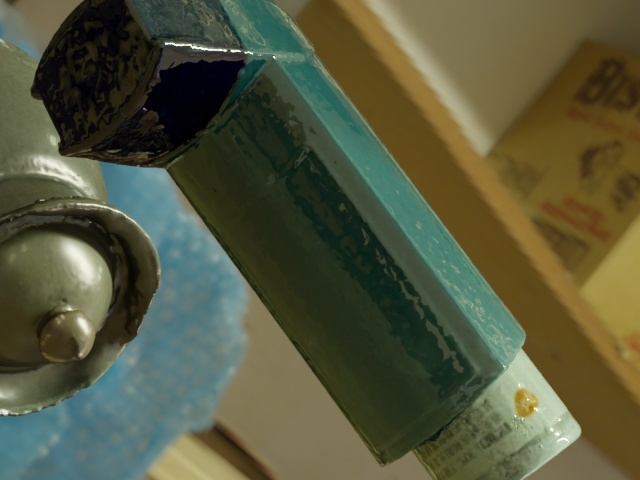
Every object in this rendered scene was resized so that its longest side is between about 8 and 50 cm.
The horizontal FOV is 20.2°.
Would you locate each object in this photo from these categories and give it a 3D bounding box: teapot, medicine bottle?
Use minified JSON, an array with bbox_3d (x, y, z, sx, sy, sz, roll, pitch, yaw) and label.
[{"bbox_3d":[-0.241,-0.029,1.280,0.285,0.223,0.305,45,-26,41],"label":"teapot"},{"bbox_3d":[0.000,0.000,0.743,0.258,0.079,0.124,52,31,7],"label":"medicine bottle"}]
